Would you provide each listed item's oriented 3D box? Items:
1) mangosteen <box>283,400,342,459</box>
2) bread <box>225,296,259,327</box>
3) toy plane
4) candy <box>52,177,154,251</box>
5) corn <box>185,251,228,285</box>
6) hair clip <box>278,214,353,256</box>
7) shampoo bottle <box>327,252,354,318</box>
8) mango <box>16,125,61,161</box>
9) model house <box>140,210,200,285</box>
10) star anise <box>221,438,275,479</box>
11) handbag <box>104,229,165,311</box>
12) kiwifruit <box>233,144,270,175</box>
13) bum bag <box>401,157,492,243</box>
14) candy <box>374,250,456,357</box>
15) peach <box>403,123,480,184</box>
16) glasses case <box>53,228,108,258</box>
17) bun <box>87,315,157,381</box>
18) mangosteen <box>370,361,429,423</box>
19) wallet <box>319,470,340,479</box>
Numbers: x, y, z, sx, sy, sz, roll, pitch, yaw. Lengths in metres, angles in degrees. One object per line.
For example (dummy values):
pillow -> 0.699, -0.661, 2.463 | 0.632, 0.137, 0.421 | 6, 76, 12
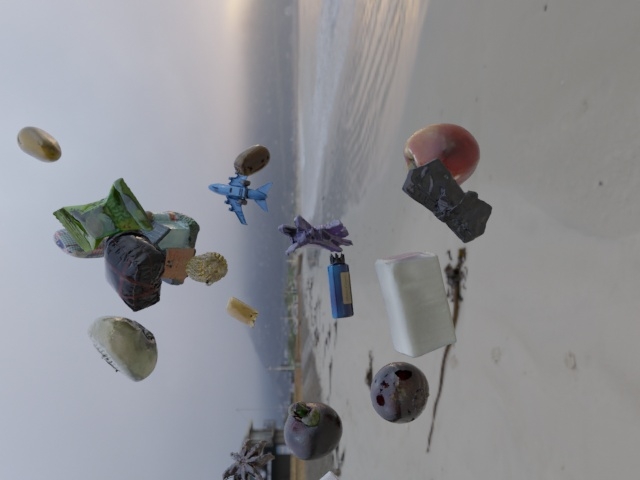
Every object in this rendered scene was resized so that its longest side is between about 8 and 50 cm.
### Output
mangosteen -> -0.038, 0.665, 1.871 | 0.216, 0.215, 0.217 | 180, 90, -88
bread -> -0.375, 0.344, 2.516 | 0.085, 0.173, 0.134 | -60, 0, -6
toy plane -> -0.335, -0.198, 2.154 | 0.105, 0.270, 0.255 | -4, -76, -86
candy -> -0.548, -0.060, 1.333 | 0.069, 0.246, 0.149 | -81, -33, -59
corn -> -0.367, 0.090, 1.683 | 0.293, 0.106, 0.107 | 170, 101, -67
hair clip -> -0.007, -0.013, 1.388 | 0.278, 0.137, 0.091 | 0, -113, -60
shampoo bottle -> 0.055, 0.126, 1.490 | 0.087, 0.050, 0.183 | 2, -100, -54
mango -> -0.958, -0.322, 1.799 | 0.195, 0.137, 0.098 | 33, 87, 45
model house -> -0.582, 0.019, 1.836 | 0.291, 0.184, 0.253 | 4, -73, -68
star anise -> -0.174, 0.528, 1.249 | 0.141, 0.140, 0.042 | -93, -20, -50
handbag -> -0.540, 0.086, 1.544 | 0.169, 0.155, 0.216 | 45, 135, 26
kiwifruit -> -0.199, -0.236, 1.551 | 0.124, 0.075, 0.075 | -36, -37, -35
bum bag -> 0.377, -0.119, 1.541 | 0.137, 0.310, 0.074 | -50, 19, 9
candy -> 0.340, 0.219, 1.876 | 0.145, 0.207, 0.359 | -170, 67, -76
peach -> 0.446, -0.295, 1.870 | 0.245, 0.274, 0.249 | -159, 50, -72
glasses case -> -0.829, 0.007, 1.919 | 0.076, 0.125, 0.327 | -52, -10, 10
bun -> -0.655, 0.346, 1.767 | 0.168, 0.272, 0.273 | -47, -18, -24
mangosteen -> 0.279, 0.571, 2.010 | 0.289, 0.231, 0.232 | -4, 85, 62
wallet -> -0.003, 0.608, 1.252 | 0.061, 0.122, 0.025 | 48, 180, -9
